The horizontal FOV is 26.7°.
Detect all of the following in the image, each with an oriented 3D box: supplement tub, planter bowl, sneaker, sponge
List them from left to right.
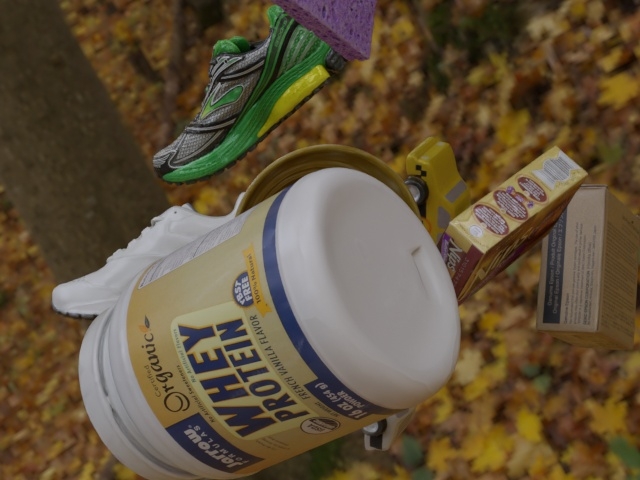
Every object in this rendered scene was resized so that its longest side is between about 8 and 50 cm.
[{"bbox_3d":[-0.187,0.029,1.650,0.297,0.129,0.111,-15,-10,4],"label":"sneaker"},{"bbox_3d":[-0.119,-0.208,1.930,0.343,0.146,0.134,-40,9,20],"label":"sneaker"},{"bbox_3d":[-0.053,0.092,1.270,0.316,0.228,0.228,-28,13,33],"label":"supplement tub"},{"bbox_3d":[-0.006,-0.297,1.509,0.031,0.210,0.117,-4,67,38],"label":"sponge"},{"bbox_3d":[0.000,0.000,1.519,0.217,0.217,0.090,-32,10,-8],"label":"planter bowl"}]

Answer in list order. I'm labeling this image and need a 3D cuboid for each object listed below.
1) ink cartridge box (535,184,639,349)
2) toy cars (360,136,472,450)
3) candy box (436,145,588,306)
[{"bbox_3d":[0.365,0.042,1.825,0.088,0.193,0.235,0,-10,25],"label":"ink cartridge box"},{"bbox_3d":[0.129,0.069,1.661,0.087,0.176,0.393,9,75,25],"label":"toy cars"},{"bbox_3d":[0.188,-0.013,1.399,0.187,0.053,0.109,-36,-19,-37],"label":"candy box"}]
